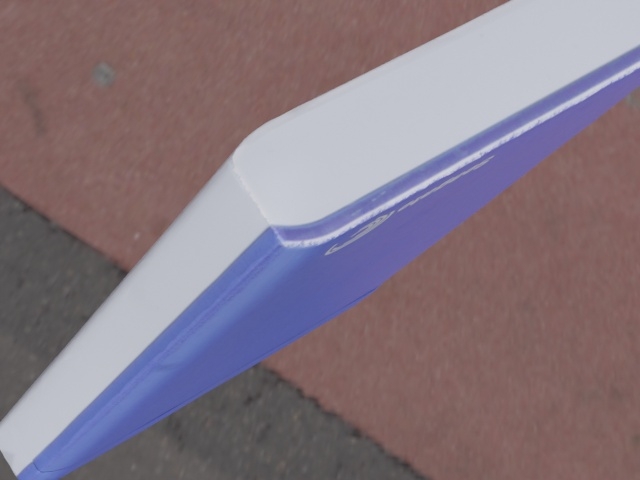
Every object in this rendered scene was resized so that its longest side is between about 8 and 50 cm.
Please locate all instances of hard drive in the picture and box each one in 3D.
[{"bbox_3d":[0.000,0.000,0.689,0.040,0.210,0.318,58,150,6],"label":"hard drive"}]
